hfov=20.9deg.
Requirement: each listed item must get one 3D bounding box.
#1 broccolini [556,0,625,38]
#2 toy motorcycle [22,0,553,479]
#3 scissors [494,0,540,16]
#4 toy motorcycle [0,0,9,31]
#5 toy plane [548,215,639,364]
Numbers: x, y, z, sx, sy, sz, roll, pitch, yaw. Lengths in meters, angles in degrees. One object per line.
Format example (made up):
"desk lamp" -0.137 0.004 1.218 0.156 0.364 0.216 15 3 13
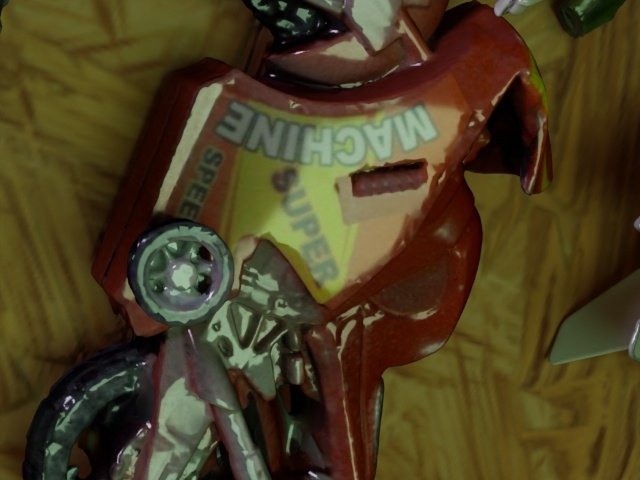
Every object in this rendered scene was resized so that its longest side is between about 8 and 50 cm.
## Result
"broccolini" 0.205 -0.165 0.766 0.254 0.071 0.057 -34 154 -7
"toy motorcycle" -0.002 -0.001 0.667 0.171 0.089 0.298 19 96 -29
"scissors" 0.120 -0.131 0.681 0.085 0.022 0.176 47 53 4
"toy motorcycle" -0.181 -0.146 0.521 0.094 0.129 0.229 -35 108 -60
"toy plane" 0.188 -0.030 0.764 0.234 0.082 0.160 -60 148 1
